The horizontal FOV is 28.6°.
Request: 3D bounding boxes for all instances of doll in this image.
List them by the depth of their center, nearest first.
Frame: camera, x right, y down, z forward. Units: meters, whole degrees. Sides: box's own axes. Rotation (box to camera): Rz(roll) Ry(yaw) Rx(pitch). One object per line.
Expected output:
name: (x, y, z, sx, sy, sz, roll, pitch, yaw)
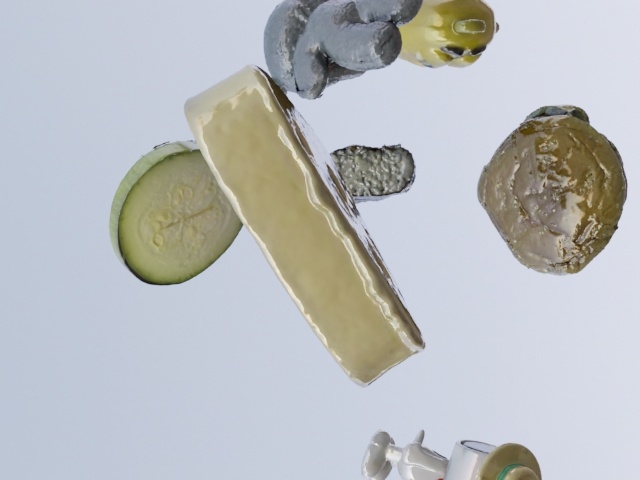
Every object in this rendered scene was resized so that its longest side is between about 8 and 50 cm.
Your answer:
doll: (0.192, 0.357, 1.874, 0.208, 0.271, 0.144, 75, -147, -70)
doll: (0.040, -0.297, 1.913, 0.158, 0.340, 0.246, 43, -114, -35)
doll: (0.163, -0.414, 2.344, 0.423, 0.348, 0.161, -44, -42, -71)

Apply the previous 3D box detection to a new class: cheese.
cheese: (0.000, 0.000, 1.447, 0.384, 0.104, 0.384, 59, -175, -9)

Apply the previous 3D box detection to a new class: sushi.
sushi: (0.076, -0.106, 1.983, 0.078, 0.150, 0.090, 16, -111, -85)

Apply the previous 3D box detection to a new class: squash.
squash: (-0.206, -0.040, 1.800, 0.219, 0.041, 0.219, -20, -54, -29)

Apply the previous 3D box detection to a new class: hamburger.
hamburger: (0.407, -0.086, 2.205, 0.134, 0.265, 0.285, -17, -119, -41)
